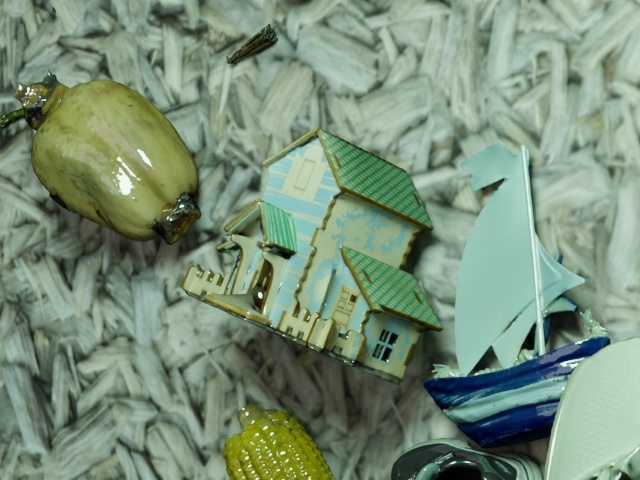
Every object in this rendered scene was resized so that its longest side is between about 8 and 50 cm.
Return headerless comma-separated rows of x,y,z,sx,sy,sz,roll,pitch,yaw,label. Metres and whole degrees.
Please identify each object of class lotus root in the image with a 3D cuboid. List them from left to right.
-0.236,-0.089,1.940,0.257,0.140,0.154,44,100,23,lotus root

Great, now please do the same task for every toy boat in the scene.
0.192,0.057,1.612,0.210,0.070,0.291,13,93,46,toy boat

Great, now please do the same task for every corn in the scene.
-0.018,0.280,1.755,0.097,0.097,0.261,-44,63,28,corn

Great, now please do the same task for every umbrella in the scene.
-0.075,-0.215,1.890,0.083,0.031,0.020,-25,102,37,umbrella

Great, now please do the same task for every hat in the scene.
0.315,0.217,1.470,0.258,0.168,0.301,-7,56,27,hat

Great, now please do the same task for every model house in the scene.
0.000,0.000,1.698,0.271,0.178,0.206,20,85,55,model house

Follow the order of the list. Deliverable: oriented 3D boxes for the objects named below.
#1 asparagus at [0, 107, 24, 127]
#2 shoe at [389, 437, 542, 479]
-0.361,-0.161,2.126,0.127,0.018,0.015,-15,116,41,asparagus
0.121,0.230,1.638,0.169,0.099,0.071,2,90,40,shoe
